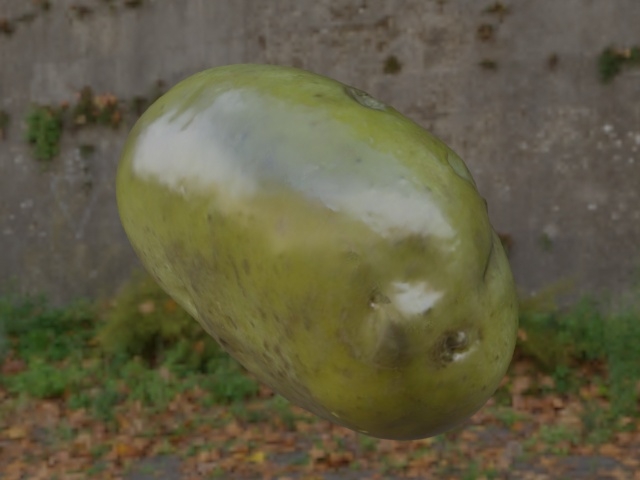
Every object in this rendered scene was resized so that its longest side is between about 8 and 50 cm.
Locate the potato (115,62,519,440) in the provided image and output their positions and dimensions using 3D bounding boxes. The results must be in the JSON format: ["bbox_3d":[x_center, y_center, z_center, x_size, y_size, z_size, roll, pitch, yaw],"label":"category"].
[{"bbox_3d":[-0.001,0.001,0.637,0.148,0.197,0.228,-22,23,-36],"label":"potato"}]
